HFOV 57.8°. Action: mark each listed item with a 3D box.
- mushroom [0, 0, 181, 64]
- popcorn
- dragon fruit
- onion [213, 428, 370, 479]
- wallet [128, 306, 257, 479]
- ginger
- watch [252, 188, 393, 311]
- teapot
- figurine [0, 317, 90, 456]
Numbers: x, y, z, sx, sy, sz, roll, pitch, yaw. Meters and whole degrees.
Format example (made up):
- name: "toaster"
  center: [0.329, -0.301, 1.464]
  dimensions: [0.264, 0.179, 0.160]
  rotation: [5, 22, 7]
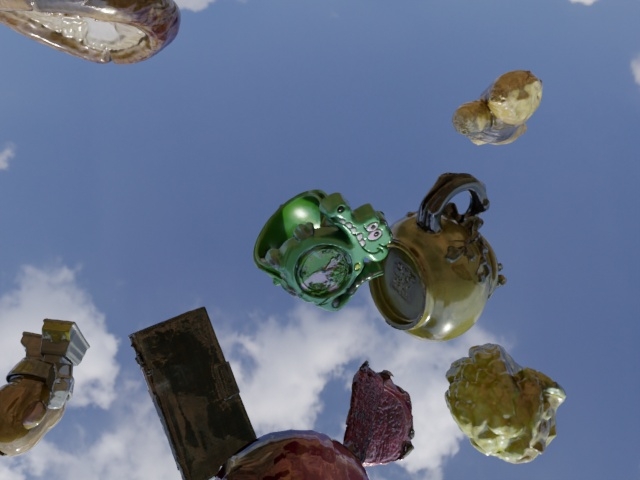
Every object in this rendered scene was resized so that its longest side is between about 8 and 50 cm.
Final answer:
- name: "mushroom"
  center: [-0.148, -0.145, 0.351]
  dimensions: [0.123, 0.052, 0.123]
  rotation: [7, -176, 0]
- name: "popcorn"
  center: [0.259, 0.229, 0.819]
  dimensions: [0.173, 0.143, 0.173]
  rotation: [13, -163, -4]
- name: "dragon fruit"
  center: [0.096, 0.259, 0.839]
  dimensions: [0.096, 0.102, 0.147]
  rotation: [16, -99, -15]
- name: "onion"
  center: [-0.045, 0.326, 0.709]
  dimensions: [0.207, 0.201, 0.201]
  rotation: [-22, -141, 21]
- name: "wallet"
  center: [-0.243, 0.303, 1.136]
  dimensions: [0.168, 0.044, 0.317]
  rotation: [-20, -95, -33]
- name: "ginger"
  center: [0.260, -0.176, 0.828]
  dimensions: [0.117, 0.065, 0.298]
  rotation: [-22, 175, 20]
- name: "watch"
  center: [0.000, 0.000, 0.758]
  dimensions: [0.165, 0.131, 0.152]
  rotation: [-46, -151, 6]
- name: "teapot"
  center: [0.172, 0.032, 0.781]
  dimensions: [0.182, 0.270, 0.173]
  rotation: [-10, -148, -31]
- name: "figurine"
  center: [-0.642, 0.337, 1.294]
  dimensions: [0.166, 0.342, 0.285]
  rotation: [23, -129, -16]
